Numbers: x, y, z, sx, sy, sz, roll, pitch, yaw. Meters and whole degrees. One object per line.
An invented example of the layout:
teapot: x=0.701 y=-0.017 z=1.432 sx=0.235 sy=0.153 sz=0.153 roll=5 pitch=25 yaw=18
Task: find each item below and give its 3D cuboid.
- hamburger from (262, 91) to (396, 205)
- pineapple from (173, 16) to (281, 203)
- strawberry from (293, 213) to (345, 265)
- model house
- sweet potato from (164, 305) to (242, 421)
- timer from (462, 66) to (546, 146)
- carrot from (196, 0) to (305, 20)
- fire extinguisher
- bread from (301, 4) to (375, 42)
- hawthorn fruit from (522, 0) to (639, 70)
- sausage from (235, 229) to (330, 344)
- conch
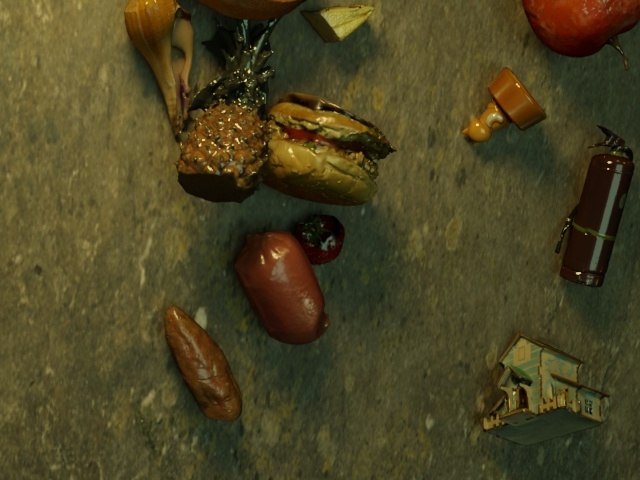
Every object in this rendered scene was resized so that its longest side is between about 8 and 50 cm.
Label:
hamburger: x=0.000 y=-0.153 z=1.686 sx=0.244 sy=0.244 sz=0.163 roll=27 pitch=81 yaw=-26
pineapple: x=-0.148 y=-0.243 z=1.616 sx=0.165 sy=0.165 sz=0.365 roll=20 pitch=64 yaw=-26
strawberry: x=0.001 y=0.001 z=1.801 sx=0.106 sy=0.106 sz=0.106 roll=-5 pitch=104 yaw=-22
model house: x=0.472 y=0.308 z=2.024 sx=0.178 sy=0.271 sz=0.206 roll=23 pitch=57 yaw=-22
sweet potato: x=-0.228 y=0.235 z=1.758 sx=0.097 sy=0.097 sz=0.252 roll=-33 pitch=109 yaw=-13
timer: x=0.358 y=-0.254 z=1.892 sx=0.152 sy=0.132 sz=0.132 roll=-39 pitch=116 yaw=16
carrot: x=-0.135 y=-0.508 z=1.578 sx=0.307 sy=0.100 sz=0.258 roll=34 pitch=65 yaw=-21
fire extinguisher: x=0.595 y=-0.076 z=2.024 sx=0.141 sy=0.105 sz=0.341 roll=6 pitch=103 yaw=-25
bread: x=0.039 y=-0.424 z=1.718 sx=0.109 sy=0.084 sz=0.080 roll=-43 pitch=116 yaw=-8
hawthorn fruit: x=0.531 y=-0.450 z=1.819 sx=0.242 sy=0.242 sz=0.272 roll=-26 pitch=86 yaw=-16
sausage: x=-0.071 y=0.093 z=1.762 sx=0.148 sy=0.148 sz=0.254 roll=-28 pitch=113 yaw=-15
conch: x=-0.279 y=-0.337 z=1.608 sx=0.109 sy=0.093 sz=0.330 roll=-48 pitch=146 yaw=-45
